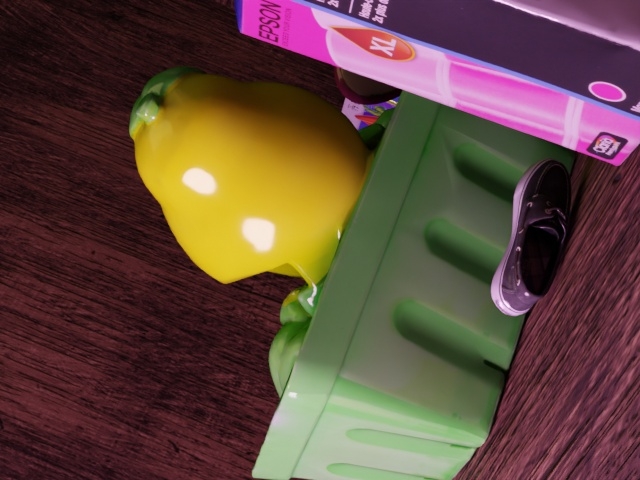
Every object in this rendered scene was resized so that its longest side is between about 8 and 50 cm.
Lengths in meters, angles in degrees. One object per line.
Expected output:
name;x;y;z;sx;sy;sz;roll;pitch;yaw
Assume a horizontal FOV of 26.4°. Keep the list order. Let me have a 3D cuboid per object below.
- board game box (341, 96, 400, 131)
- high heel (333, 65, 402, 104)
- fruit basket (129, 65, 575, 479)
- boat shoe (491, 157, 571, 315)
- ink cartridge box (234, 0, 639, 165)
board game box;0.143;-0.152;1.979;0.347;0.233;0.078;107;-175;-74
high heel;0.100;-0.235;1.418;0.377;0.127;0.181;-52;-1;-34
fruit basket;0.000;0.000;1.173;0.283;0.392;0.392;110;-178;-62
boat shoe;0.173;-0.006;1.060;0.040;0.049;0.142;-33;33;58
ink cartridge box;0.053;-0.160;0.876;0.176;0.371;0.069;104;-172;-75
